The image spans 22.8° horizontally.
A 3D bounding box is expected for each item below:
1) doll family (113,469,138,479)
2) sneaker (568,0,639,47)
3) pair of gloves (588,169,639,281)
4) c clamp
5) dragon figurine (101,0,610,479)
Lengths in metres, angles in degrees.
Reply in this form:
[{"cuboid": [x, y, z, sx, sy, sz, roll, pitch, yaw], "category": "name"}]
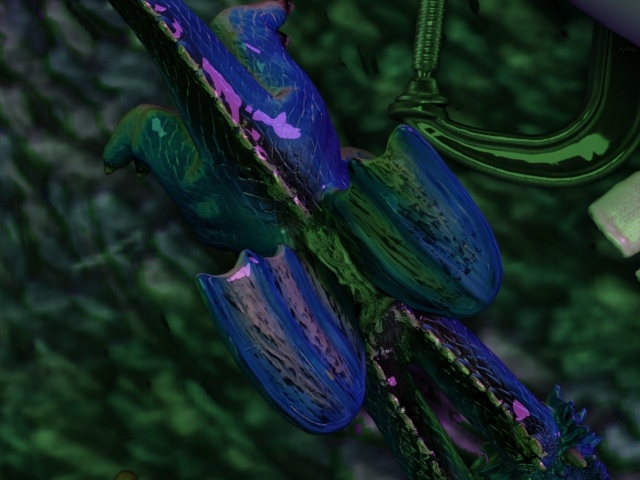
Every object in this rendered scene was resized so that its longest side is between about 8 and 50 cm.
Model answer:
[{"cuboid": [-0.102, 0.170, 0.531, 0.076, 0.111, 0.193, 6, 83, 7], "category": "doll family"}, {"cuboid": [0.163, -0.196, 0.534, 0.161, 0.102, 0.282, 38, 83, 31], "category": "sneaker"}, {"cuboid": [0.239, -0.006, 0.549, 0.240, 0.042, 0.204, 41, 89, 9], "category": "pair of gloves"}, {"cuboid": [0.062, -0.099, 0.594, 0.137, 0.022, 0.161, 1, 81, 2], "category": "c clamp"}, {"cuboid": [0.000, 0.000, 0.497, 0.085, 0.289, 0.144, -38, 42, -1], "category": "dragon figurine"}]
